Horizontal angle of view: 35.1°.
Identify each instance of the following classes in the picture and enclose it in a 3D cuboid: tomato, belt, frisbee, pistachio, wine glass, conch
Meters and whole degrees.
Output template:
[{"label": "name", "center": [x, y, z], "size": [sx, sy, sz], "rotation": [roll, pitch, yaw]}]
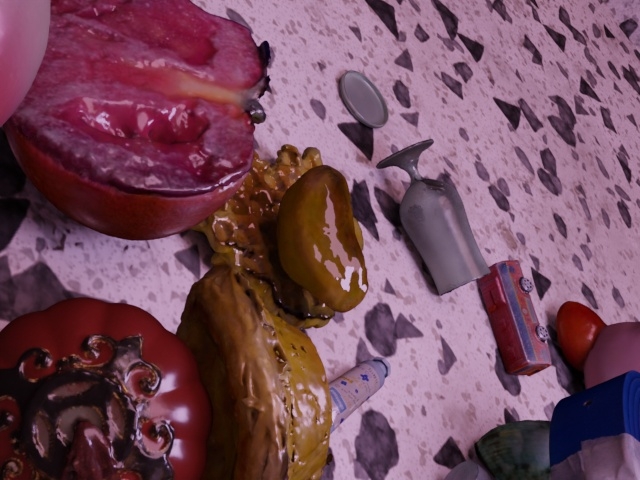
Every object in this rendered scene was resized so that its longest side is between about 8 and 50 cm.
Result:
[{"label": "tomato", "center": [-0.219, -0.137, 1.142], "size": [0.289, 0.176, 0.335], "rotation": [16, 49, -16]}, {"label": "belt", "center": [0.387, 0.310, 1.271], "size": [0.212, 0.117, 0.347], "rotation": [53, 28, -20]}, {"label": "frisbee", "center": [0.072, -0.233, 1.678], "size": [0.110, 0.014, 0.110], "rotation": [30, 42, -32]}, {"label": "pistachio", "center": [-0.003, 0.002, 1.252], "size": [0.110, 0.100, 0.189], "rotation": [-4, 76, -29]}, {"label": "wine glass", "center": [0.179, -0.034, 1.578], "size": [0.103, 0.103, 0.231], "rotation": [-17, 79, -53]}, {"label": "conch", "center": [0.327, 0.322, 1.458], "size": [0.188, 0.176, 0.122], "rotation": [38, 74, -56]}]

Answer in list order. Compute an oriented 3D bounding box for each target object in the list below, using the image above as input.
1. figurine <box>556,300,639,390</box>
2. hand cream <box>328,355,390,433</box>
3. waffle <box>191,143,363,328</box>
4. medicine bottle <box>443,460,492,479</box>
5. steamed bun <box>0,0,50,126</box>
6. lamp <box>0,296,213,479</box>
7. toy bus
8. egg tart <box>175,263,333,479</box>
[{"label": "figurine", "center": [0.551, 0.247, 1.731], "size": [0.269, 0.261, 0.211], "rotation": [33, 70, -31]}, {"label": "hand cream", "center": [0.034, 0.194, 1.290], "size": [0.170, 0.043, 0.065], "rotation": [-28, 85, -49]}, {"label": "waffle", "center": [-0.052, -0.021, 1.339], "size": [0.282, 0.058, 0.301], "rotation": [58, 35, -1]}, {"label": "medicine bottle", "center": [0.256, 0.387, 1.361], "size": [0.216, 0.090, 0.090], "rotation": [43, 38, -17]}, {"label": "steamed bun", "center": [-0.377, -0.184, 0.876], "size": [0.309, 0.309, 0.309], "rotation": [29, 44, -33]}, {"label": "lamp", "center": [-0.206, 0.162, 0.888], "size": [0.227, 0.227, 0.227], "rotation": [29, 44, -33]}, {"label": "toy bus", "center": [0.316, 0.124, 1.652], "size": [0.077, 0.065, 0.192], "rotation": [6, 59, -38]}, {"label": "egg tart", "center": [-0.065, 0.167, 0.995], "size": [0.116, 0.295, 0.295], "rotation": [-4, 64, -20]}]
